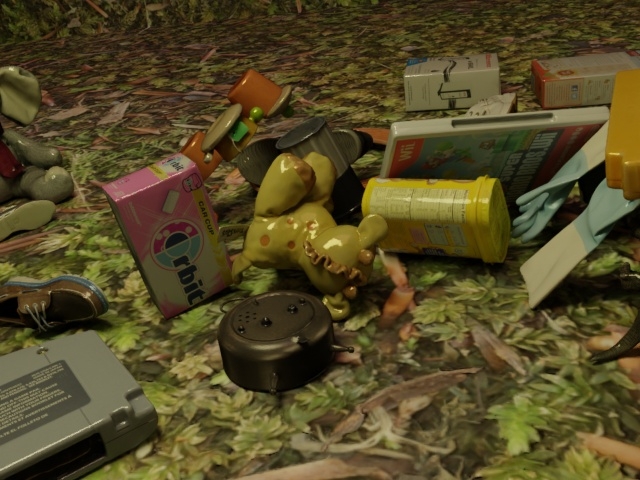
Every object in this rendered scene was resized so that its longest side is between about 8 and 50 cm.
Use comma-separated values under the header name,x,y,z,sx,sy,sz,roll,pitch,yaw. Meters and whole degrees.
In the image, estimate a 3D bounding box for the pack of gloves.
name,x,y,z,sx,sy,sz,roll,pitch,yaw
pack of gloves,0.302,-0.059,0.840,0.046,0.232,0.195,31,31,-12

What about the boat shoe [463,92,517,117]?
name,x,y,z,sx,sy,sz,roll,pitch,yaw
boat shoe,0.302,-0.203,1.264,0.096,0.098,0.277,1,19,16

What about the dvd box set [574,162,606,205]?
name,x,y,z,sx,sy,sz,roll,pitch,yaw
dvd box set,0.581,-0.141,0.936,0.420,0.062,0.307,-20,7,-38

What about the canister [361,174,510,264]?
name,x,y,z,sx,sy,sz,roll,pitch,yaw
canister,0.151,-0.029,0.925,0.169,0.126,0.073,4,58,27

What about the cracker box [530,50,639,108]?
name,x,y,z,sx,sy,sz,roll,pitch,yaw
cracker box,0.572,-0.338,1.480,0.232,0.067,0.156,-4,28,9

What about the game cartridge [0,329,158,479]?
name,x,y,z,sx,sy,sz,roll,pitch,yaw
game cartridge,-0.334,0.194,0.697,0.297,0.062,0.198,-23,27,-28

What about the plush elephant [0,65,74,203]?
name,x,y,z,sx,sy,sz,roll,pitch,yaw
plush elephant,-0.638,-0.197,1.308,0.271,0.256,0.330,-18,29,-20

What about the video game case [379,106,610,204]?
name,x,y,z,sx,sy,sz,roll,pitch,yaw
video game case,0.224,-0.103,0.970,0.285,0.204,0.025,-5,63,-6

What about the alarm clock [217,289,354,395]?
name,x,y,z,sx,sy,sz,roll,pitch,yaw
alarm clock,-0.061,0.100,0.803,0.129,0.064,0.192,-24,28,-29

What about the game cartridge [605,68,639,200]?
name,x,y,z,sx,sy,sz,roll,pitch,yaw
game cartridge,0.445,-0.119,0.662,0.323,0.053,0.285,-3,28,27

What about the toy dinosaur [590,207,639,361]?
name,x,y,z,sx,sy,sz,roll,pitch,yaw
toy dinosaur,0.380,-0.001,0.696,0.313,0.121,0.160,-36,8,-2

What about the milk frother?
name,x,y,z,sx,sy,sz,roll,pitch,yaw
milk frother,-0.027,-0.083,1.033,0.129,0.135,0.143,-9,32,44

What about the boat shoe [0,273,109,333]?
name,x,y,z,sx,sy,sz,roll,pitch,yaw
boat shoe,-0.352,0.088,0.904,0.183,0.066,0.066,-4,30,30

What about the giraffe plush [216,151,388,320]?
name,x,y,z,sx,sy,sz,roll,pitch,yaw
giraffe plush,0.000,0.000,0.888,0.170,0.182,0.210,26,35,22

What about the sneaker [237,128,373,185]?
name,x,y,z,sx,sy,sz,roll,pitch,yaw
sneaker,-0.023,-0.140,1.192,0.221,0.083,0.118,-5,8,20

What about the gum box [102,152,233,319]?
name,x,y,z,sx,sy,sz,roll,pitch,yaw
gum box,-0.185,-0.001,0.895,0.107,0.189,0.062,-27,33,-20

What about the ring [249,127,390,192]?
name,x,y,z,sx,sy,sz,roll,pitch,yaw
ring,0.037,-0.131,1.256,0.336,0.032,0.337,-6,26,3

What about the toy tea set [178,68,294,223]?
name,x,y,z,sx,sy,sz,roll,pitch,yaw
toy tea set,-0.146,-0.098,1.051,0.336,0.124,0.200,-50,20,3

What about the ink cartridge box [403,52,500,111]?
name,x,y,z,sx,sy,sz,roll,pitch,yaw
ink cartridge box,0.291,-0.350,1.553,0.203,0.086,0.148,-2,27,12

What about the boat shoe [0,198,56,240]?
name,x,y,z,sx,sy,sz,roll,pitch,yaw
boat shoe,-0.518,-0.035,1.196,0.137,0.049,0.043,-32,33,-30
